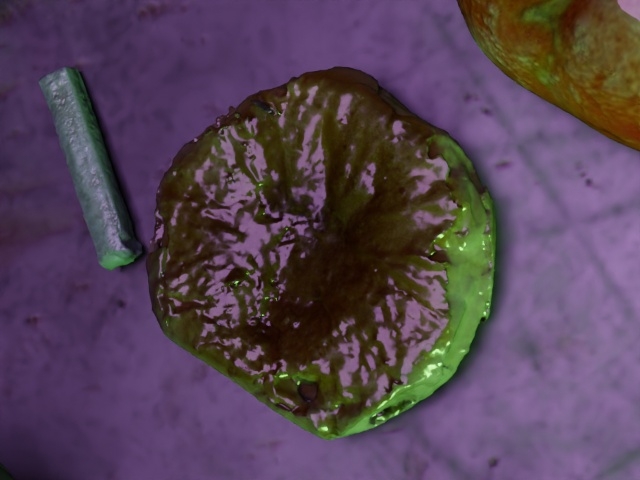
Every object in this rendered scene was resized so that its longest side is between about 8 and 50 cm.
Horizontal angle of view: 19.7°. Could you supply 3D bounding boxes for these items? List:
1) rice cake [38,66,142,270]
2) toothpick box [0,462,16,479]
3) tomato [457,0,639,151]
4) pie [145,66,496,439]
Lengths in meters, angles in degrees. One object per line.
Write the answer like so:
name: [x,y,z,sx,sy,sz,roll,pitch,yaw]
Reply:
rice cake: [-0.129,-0.041,1.028,0.022,0.021,0.121,-27,73,21]
toothpick box: [-0.328,0.183,0.969,0.316,0.229,0.229,10,87,23]
tomato: [0.165,-0.153,0.871,0.237,0.095,0.236,1,91,24]
pie: [0.000,0.000,0.959,0.195,0.046,0.195,-3,81,20]
